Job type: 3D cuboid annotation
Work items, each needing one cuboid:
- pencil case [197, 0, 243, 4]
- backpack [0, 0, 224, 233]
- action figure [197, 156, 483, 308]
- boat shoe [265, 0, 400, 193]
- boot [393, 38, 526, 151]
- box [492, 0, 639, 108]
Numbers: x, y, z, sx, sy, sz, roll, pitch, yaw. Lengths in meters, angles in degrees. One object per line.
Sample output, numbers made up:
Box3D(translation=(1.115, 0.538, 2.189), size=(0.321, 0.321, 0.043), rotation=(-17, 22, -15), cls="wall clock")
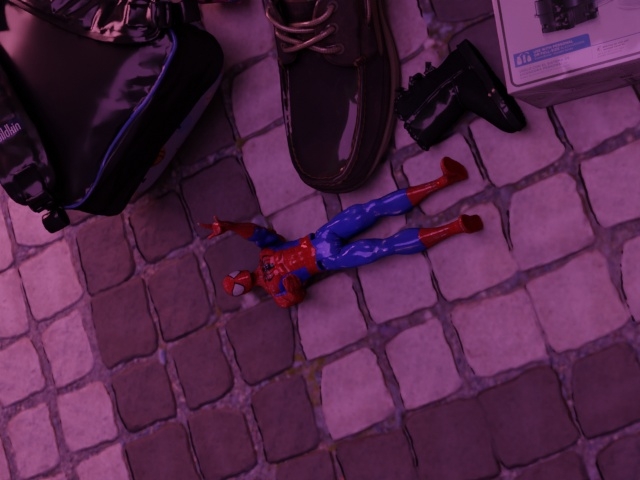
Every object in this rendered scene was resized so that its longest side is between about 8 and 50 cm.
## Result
Box3D(translation=(-0.101, -0.353, 1.377), size=(0.095, 0.098, 0.209), rotation=(13, 92, 30), cls="pencil case")
Box3D(translation=(-0.253, -0.185, 1.389), size=(0.263, 0.213, 0.276), rotation=(40, 100, 18), cls="backpack")
Box3D(translation=(0.000, 0.000, 1.273), size=(0.280, 0.139, 0.091), rotation=(-23, 74, 29), cls="action figure")
Box3D(translation=(-0.005, -0.225, 1.292), size=(0.132, 0.130, 0.355), rotation=(-4, 84, 30), cls="boat shoe")
Box3D(translation=(0.130, -0.125, 1.256), size=(0.099, 0.045, 0.121), rotation=(-40, 61, 18), cls="boot")
Box3D(translation=(0.234, -0.282, 1.185), size=(0.169, 0.087, 0.289), rotation=(-12, 80, 29), cls="box")
